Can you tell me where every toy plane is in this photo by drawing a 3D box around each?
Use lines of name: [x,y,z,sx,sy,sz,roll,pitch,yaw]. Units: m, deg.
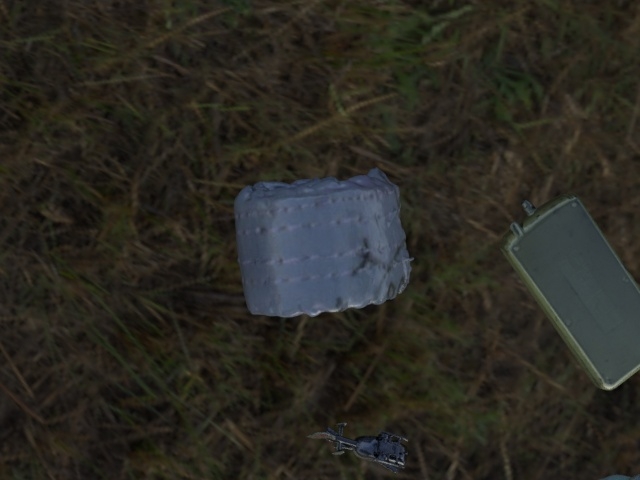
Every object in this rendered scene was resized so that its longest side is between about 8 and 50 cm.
toy plane: [0.045,0.203,1.183,0.120,0.049,0.031,23,64,-31]

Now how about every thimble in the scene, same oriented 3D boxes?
thimble: [-0.001,0.000,1.070,0.151,0.127,0.118,-11,96,-46]

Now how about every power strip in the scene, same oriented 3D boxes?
power strip: [0.210,0.036,0.973,0.076,0.028,0.169,-35,97,-4]

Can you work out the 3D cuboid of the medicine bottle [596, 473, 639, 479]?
medicine bottle: [0.265,0.302,1.146,0.139,0.225,0.139,28,46,-35]
